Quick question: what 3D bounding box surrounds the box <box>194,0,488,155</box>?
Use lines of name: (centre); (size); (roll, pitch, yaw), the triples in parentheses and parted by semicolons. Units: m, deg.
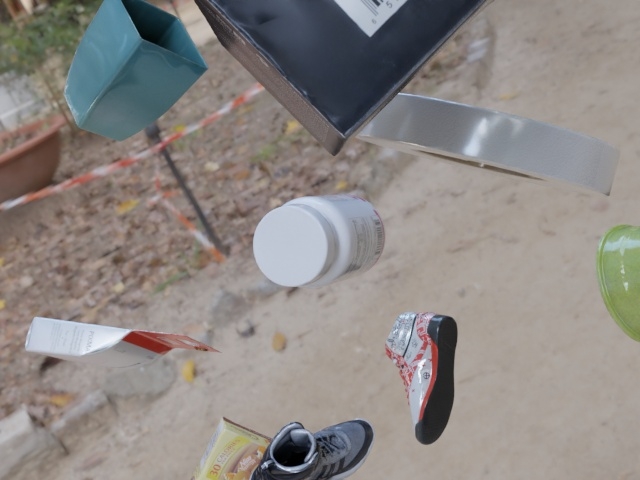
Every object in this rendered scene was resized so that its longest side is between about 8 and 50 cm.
box: (0.049, -0.268, 0.998); (0.293, 0.212, 0.395); (-45, 2, 1)

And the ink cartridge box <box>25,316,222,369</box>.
ink cartridge box: (-0.286, 0.163, 1.411); (0.232, 0.066, 0.189); (10, -11, 13)

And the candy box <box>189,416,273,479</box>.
candy box: (-0.177, 0.524, 1.841); (0.317, 0.182, 0.087); (-63, 10, 2)

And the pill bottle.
pill bottle: (0.000, 0.000, 1.687); (0.160, 0.160, 0.283); (-18, -3, 22)

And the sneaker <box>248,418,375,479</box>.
sneaker: (-0.002, 0.380, 1.729); (0.268, 0.153, 0.101); (-23, 60, -26)

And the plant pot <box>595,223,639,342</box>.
plant pot: (0.779, 0.063, 2.044); (0.276, 0.276, 0.254); (-40, 9, -38)

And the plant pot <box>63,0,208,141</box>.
plant pot: (-0.367, -0.314, 1.796); (0.234, 0.165, 0.166); (-46, 54, 22)

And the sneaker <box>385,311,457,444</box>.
sneaker: (0.203, 0.282, 2.004); (0.090, 0.270, 0.145); (8, -2, -41)

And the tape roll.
tape roll: (0.238, -0.142, 1.402); (0.391, 0.072, 0.392); (14, 5, -1)
